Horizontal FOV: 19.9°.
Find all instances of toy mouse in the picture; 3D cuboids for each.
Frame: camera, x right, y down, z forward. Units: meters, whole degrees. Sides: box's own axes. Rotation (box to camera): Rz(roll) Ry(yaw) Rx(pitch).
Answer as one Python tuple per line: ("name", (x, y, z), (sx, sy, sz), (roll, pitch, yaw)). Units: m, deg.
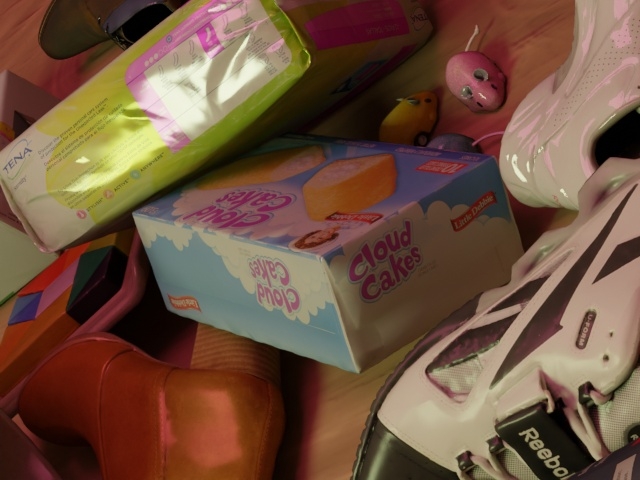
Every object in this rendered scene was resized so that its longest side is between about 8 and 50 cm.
("toy mouse", (0.095, -0.089, 1.340), (0.143, 0.031, 0.161), (19, 79, 58))

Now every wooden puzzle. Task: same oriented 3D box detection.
("wooden puzzle", (-0.221, 0.053, 1.595), (0.238, 0.044, 0.221), (-46, 18, 21))

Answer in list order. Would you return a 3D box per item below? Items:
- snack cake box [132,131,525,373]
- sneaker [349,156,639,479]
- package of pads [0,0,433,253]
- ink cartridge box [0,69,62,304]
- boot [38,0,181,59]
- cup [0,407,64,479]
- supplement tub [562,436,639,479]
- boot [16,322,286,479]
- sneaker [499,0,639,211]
("snack cake box", (0.000, 0.000, 1.277), (0.152, 0.089, 0.264), (-28, 21, -27))
("sneaker", (0.141, 0.089, 1.038), (0.330, 0.122, 0.146), (-52, 30, 11))
("package of pads", (-0.084, -0.108, 1.410), (0.296, 0.101, 0.229), (-34, -6, 29))
("ink cartridge box", (-0.335, -0.043, 1.840), (0.154, 0.093, 0.212), (-36, 36, 32))
("boot", (-0.214, -0.224, 1.836), (0.219, 0.082, 0.106), (-33, 37, 32))
("cup", (-0.357, 0.220, 1.358), (0.237, 0.331, 0.331), (-46, 33, 2))
("supplement tub", (0.144, 0.208, 0.868), (0.272, 0.191, 0.191), (-35, 38, 32))
("boot", (-0.146, 0.173, 1.383), (0.295, 0.104, 0.211), (-24, 45, 37))
("sneaker", (0.212, -0.115, 1.165), (0.115, 0.090, 0.232), (27, 95, 52))
